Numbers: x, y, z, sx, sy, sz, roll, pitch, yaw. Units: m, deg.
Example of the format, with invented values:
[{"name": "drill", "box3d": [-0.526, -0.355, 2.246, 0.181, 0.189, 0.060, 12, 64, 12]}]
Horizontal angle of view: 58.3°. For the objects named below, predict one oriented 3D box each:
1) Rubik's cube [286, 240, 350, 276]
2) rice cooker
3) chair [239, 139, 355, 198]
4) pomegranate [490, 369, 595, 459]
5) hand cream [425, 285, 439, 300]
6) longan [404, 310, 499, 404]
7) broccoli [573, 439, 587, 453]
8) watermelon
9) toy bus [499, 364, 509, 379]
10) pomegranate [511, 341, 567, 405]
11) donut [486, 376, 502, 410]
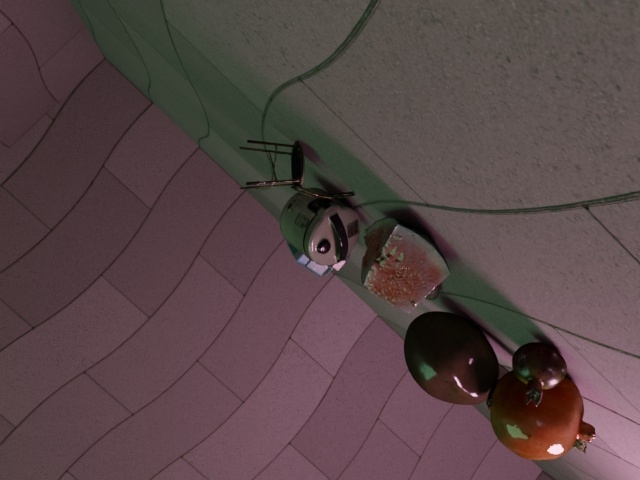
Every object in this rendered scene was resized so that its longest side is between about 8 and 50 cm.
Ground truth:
[{"name": "Rubik's cube", "box3d": [0.000, 0.000, 2.262, 0.265, 0.213, 0.224, 35, -168, -30]}, {"name": "rice cooker", "box3d": [0.005, -0.047, 1.862, 0.244, 0.226, 0.226, 39, 172, 45]}, {"name": "chair", "box3d": [-0.071, -0.208, 1.703, 0.326, 0.170, 0.160, 0, 179, -16]}, {"name": "pomegranate", "box3d": [0.603, 0.473, 1.561, 0.271, 0.252, 0.228, 9, 116, 29]}, {"name": "hand cream", "box3d": [0.340, 0.133, 1.799, 0.087, 0.054, 0.186, 34, 163, 30]}, {"name": "longan", "box3d": [0.430, 0.388, 1.896, 0.350, 0.288, 0.288, 39, 173, -7]}, {"name": "broccoli", "box3d": [0.875, 0.678, 1.964, 0.095, 0.096, 0.092, 5, -165, -12]}, {"name": "watermelon", "box3d": [0.203, 0.059, 1.503, 0.213, 0.201, 0.262, 34, 169, -4]}, {"name": "toy bus", "box3d": [0.613, 0.479, 2.174, 0.268, 0.092, 0.106, 38, 162, 33]}, {"name": "pomegranate", "box3d": [0.536, 0.326, 1.443, 0.129, 0.159, 0.129, 38, 146, 32]}, {"name": "donut", "box3d": [0.639, 0.506, 1.754, 0.096, 0.216, 0.230, 95, 150, -57]}]
